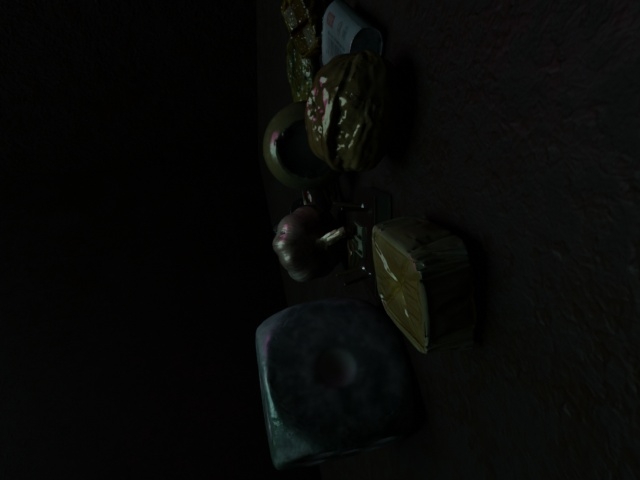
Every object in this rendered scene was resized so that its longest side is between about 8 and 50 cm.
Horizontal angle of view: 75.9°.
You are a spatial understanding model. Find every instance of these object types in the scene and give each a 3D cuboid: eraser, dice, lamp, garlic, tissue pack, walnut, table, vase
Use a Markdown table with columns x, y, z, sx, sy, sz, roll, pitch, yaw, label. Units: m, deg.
| x | y | z | sx | sy | sz | roll | pitch | yaw | label |
| --- | --- | --- | --- | --- | --- | --- | --- | --- | --- |
| 0.066 | -0.433 | 0.950 | 0.227 | 0.081 | 0.174 | -111 | 15 | -45 | eraser |
| 0.018 | 0.358 | 1.028 | 0.348 | 0.331 | 0.327 | 99 | 160 | -56 | dice |
| -0.081 | -0.063 | 1.509 | 0.371 | 0.130 | 0.108 | -84 | -22 | -71 | lamp |
| 0.000 | 0.000 | 1.269 | 0.253 | 0.245 | 0.245 | -10 | 87 | 48 | garlic |
| -0.012 | -0.199 | 1.378 | 0.106 | 0.099 | 0.148 | 175 | 89 | -77 | tissue pack |
| 0.064 | -0.249 | 0.816 | 0.198 | 0.198 | 0.244 | -113 | 21 | -51 | walnut |
| 0.096 | 0.003 | 0.983 | 0.121 | 0.111 | 0.240 | -131 | 36 | -70 | table |
| -0.029 | -0.238 | 1.204 | 0.302 | 0.241 | 0.329 | -100 | -6 | -71 | vase |

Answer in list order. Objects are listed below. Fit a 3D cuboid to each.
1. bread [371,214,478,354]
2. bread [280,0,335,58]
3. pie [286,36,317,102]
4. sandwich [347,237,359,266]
| x | y | z | sx | sy | sz | roll | pitch | yaw | label |
| --- | --- | --- | --- | --- | --- | --- | --- | --- | --- |
| 0.173 | 0.067 | 0.689 | 0.210 | 0.110 | 0.192 | -132 | 30 | -69 | bread |
| -0.029 | -0.615 | 1.143 | 0.181 | 0.096 | 0.222 | 63 | 171 | -18 | bread |
| -0.070 | -0.602 | 1.467 | 0.277 | 0.079 | 0.276 | 173 | 90 | -79 | pie |
| 0.096 | 0.035 | 1.183 | 0.044 | 0.031 | 0.083 | 176 | 88 | -79 | sandwich |
